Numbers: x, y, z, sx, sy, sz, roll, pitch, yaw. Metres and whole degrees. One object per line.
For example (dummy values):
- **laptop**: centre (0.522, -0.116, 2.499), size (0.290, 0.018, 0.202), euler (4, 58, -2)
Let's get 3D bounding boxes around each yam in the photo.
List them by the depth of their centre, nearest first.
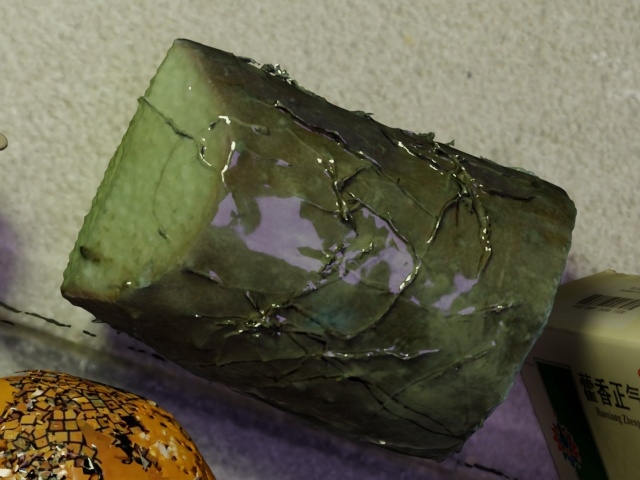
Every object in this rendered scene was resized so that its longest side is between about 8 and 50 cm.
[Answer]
- **yam**: centre (0.000, 0.002, 1.024), size (0.271, 0.201, 0.202), euler (23, 83, -11)

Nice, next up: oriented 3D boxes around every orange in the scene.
- **orange**: centre (-0.156, 0.192, 0.981), size (0.234, 0.182, 0.234), euler (-1, 93, -32)

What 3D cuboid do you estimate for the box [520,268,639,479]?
- **box**: centre (0.220, 0.112, 1.083), size (0.095, 0.212, 0.168), euler (-22, 98, -16)

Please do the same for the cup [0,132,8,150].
- **cup**: centre (-0.235, -0.043, 0.992), size (0.099, 0.074, 0.102), euler (34, 101, -19)
